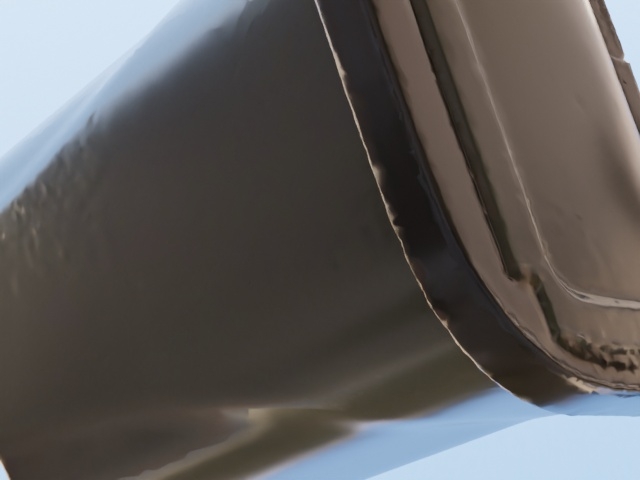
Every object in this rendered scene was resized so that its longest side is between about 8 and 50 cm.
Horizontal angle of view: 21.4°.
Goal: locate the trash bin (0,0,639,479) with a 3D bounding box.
[{"bbox_3d":[0.000,0.000,0.658,0.250,0.219,0.220,-30,-112,35],"label":"trash bin"}]
